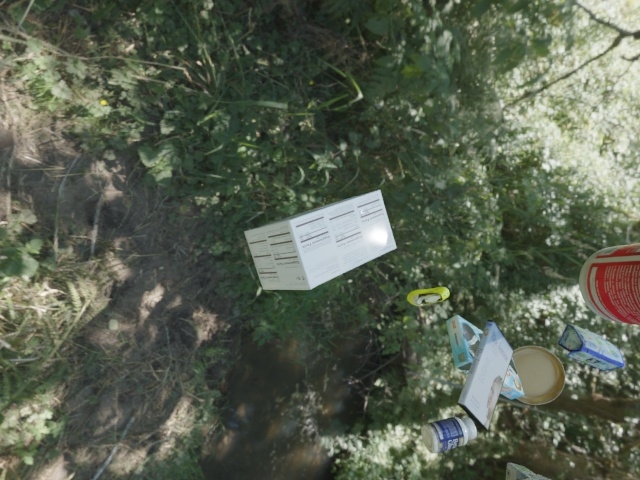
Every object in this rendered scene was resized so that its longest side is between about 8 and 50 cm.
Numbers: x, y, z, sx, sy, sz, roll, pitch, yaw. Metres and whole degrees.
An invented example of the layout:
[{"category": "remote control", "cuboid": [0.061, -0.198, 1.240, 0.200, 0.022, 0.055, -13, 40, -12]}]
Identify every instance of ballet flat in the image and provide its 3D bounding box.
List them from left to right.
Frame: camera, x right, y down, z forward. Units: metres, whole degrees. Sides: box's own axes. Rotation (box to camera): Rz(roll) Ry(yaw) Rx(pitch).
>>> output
[{"category": "ballet flat", "cuboid": [0.488, 0.267, 1.906, 0.077, 0.230, 0.077, -40, 103, -45]}]

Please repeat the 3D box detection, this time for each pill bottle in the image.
[{"category": "pill bottle", "cuboid": [0.441, 0.659, 1.397, 0.169, 0.094, 0.094, -7, 104, -15]}, {"category": "pill bottle", "cuboid": [0.894, 0.113, 1.050, 0.408, 0.228, 0.229, 83, 16, -84]}]

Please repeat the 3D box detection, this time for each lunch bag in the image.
[{"category": "lunch bag", "cuboid": [0.840, 0.338, 1.270, 0.151, 0.128, 0.096, -13, 124, -81]}]

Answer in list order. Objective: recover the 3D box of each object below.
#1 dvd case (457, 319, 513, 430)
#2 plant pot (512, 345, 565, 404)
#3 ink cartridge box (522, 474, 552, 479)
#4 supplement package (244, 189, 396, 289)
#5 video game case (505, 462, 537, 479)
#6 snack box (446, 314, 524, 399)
[{"category": "dvd case", "cuboid": [0.465, 0.373, 1.133, 0.180, 0.022, 0.253, 47, 62, -33]}, {"category": "plant pot", "cuboid": [0.866, 0.547, 1.673, 0.032, 0.236, 0.237, 10, 86, -76]}, {"category": "ink cartridge box", "cuboid": [0.352, 0.548, 0.781, 0.261, 0.296, 0.066, 81, -10, -69]}, {"category": "supplement package", "cuboid": [0.000, 0.000, 0.935, 0.261, 0.204, 0.145, -21, 97, -36]}, {"category": "video game case", "cuboid": [0.589, 0.813, 1.170, 0.244, 0.061, 0.270, 65, 36, -71]}, {"category": "snack box", "cuboid": [0.585, 0.417, 1.456, 0.321, 0.060, 0.187, 33, 37, -24]}]
